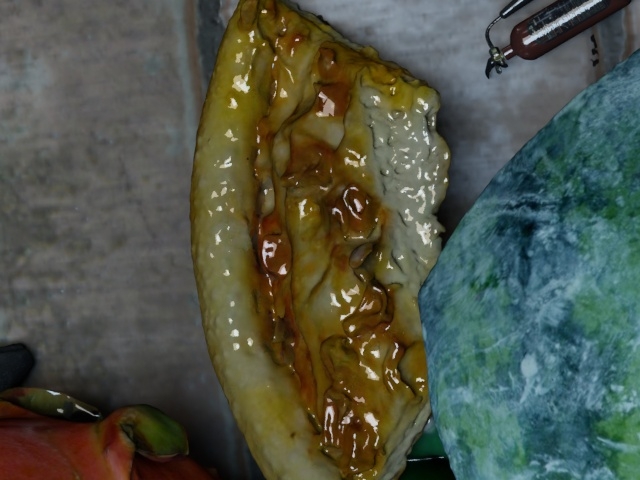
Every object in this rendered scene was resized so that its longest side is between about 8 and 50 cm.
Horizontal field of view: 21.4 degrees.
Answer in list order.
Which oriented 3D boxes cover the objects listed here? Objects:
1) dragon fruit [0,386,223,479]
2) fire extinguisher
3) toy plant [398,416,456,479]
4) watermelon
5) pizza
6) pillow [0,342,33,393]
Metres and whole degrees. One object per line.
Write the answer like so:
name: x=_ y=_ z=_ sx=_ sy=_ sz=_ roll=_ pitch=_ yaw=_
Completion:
dragon fruit: x=-0.139 y=0.236 z=1.051 sx=0.305 sy=0.225 sz=0.306 roll=21 pitch=117 yaw=52
fire extinguisher: x=0.134 y=-0.139 z=1.025 sx=0.100 sy=0.032 sz=0.046 roll=-29 pitch=96 yaw=14
toy plant: x=0.079 y=0.202 z=1.037 sx=0.232 sy=0.112 sz=0.243 roll=-35 pitch=79 yaw=33
watermelon: x=0.226 y=0.042 z=0.911 sx=0.387 sy=0.258 sz=0.228 roll=-48 pitch=53 yaw=1
pizza: x=0.000 y=0.000 z=1.014 sx=0.182 sy=0.074 sz=0.365 roll=-14 pitch=74 yaw=39
pillow: x=-0.315 y=0.175 z=1.160 sx=0.106 sy=0.186 sz=0.250 roll=38 pitch=113 yaw=56
